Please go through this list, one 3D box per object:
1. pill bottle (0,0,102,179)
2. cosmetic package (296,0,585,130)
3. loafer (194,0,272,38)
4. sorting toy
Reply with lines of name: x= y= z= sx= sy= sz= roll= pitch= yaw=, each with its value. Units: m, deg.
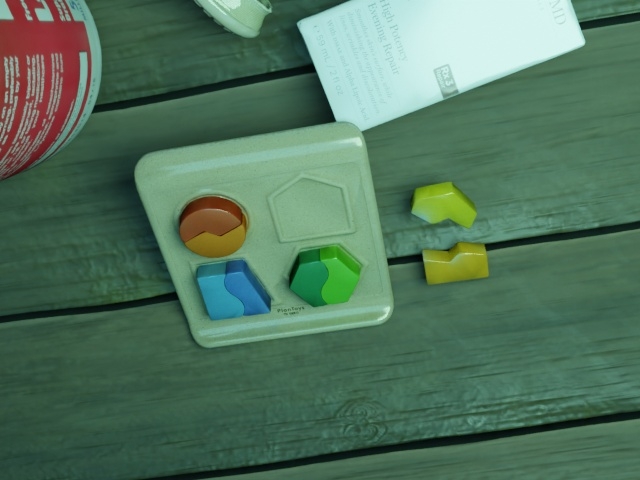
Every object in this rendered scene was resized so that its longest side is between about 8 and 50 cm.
pill bottle: x=-0.335 y=-0.137 z=0.779 sx=0.229 sy=0.407 sz=0.229 roll=1 pitch=103 yaw=3
cosmetic package: x=0.108 y=-0.190 z=0.903 sx=0.231 sy=0.085 sz=0.117 roll=-21 pitch=101 yaw=10
loafer: x=-0.105 y=-0.311 z=0.882 sx=0.092 sy=0.102 sz=0.268 roll=-24 pitch=99 yaw=15
sorting toy: x=0.000 y=0.000 z=0.934 sx=0.307 sy=0.041 sz=0.229 roll=-8 pitch=127 yaw=6
